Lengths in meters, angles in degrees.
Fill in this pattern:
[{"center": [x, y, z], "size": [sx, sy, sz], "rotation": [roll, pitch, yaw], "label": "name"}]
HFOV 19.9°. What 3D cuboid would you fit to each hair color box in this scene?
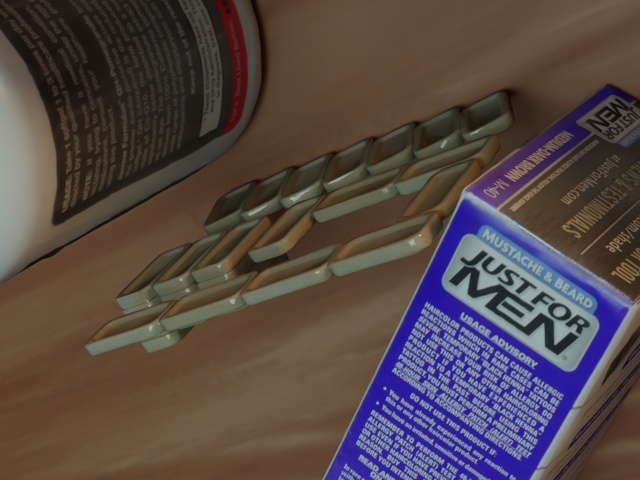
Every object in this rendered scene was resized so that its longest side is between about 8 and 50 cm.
[{"center": [0.093, 0.098, 1.001], "size": [0.110, 0.185, 0.339], "rotation": [36, 125, 14], "label": "hair color box"}]

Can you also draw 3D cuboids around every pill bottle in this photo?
[{"center": [-0.184, -0.073, 1.015], "size": [0.176, 0.318, 0.176], "rotation": [12, 116, 27], "label": "pill bottle"}]

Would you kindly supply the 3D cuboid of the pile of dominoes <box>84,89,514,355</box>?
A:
[{"center": [0.000, 0.000, 1.014], "size": [0.251, 0.196, 0.040], "rotation": [-18, 109, 36], "label": "pile of dominoes"}]
